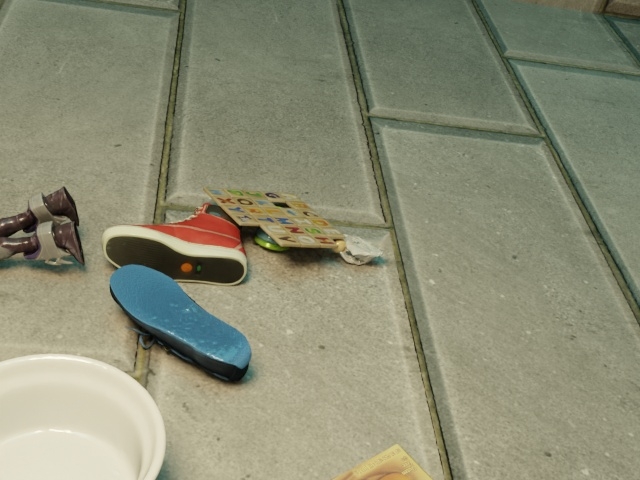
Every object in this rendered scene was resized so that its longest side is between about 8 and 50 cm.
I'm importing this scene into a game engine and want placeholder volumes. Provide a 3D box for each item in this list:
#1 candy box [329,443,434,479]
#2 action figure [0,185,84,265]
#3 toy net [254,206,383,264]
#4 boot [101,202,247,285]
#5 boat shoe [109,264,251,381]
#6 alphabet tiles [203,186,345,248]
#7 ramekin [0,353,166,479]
[{"bbox_3d":[0.124,0.410,1.091,0.183,0.087,0.316,-19,46,-36],"label":"candy box"},{"bbox_3d":[-0.529,0.005,1.440,0.285,0.099,0.185,-11,47,-7],"label":"action figure"},{"bbox_3d":[0.000,0.000,1.654,0.232,0.045,0.122,17,20,2],"label":"toy net"},{"bbox_3d":[-0.251,-0.012,1.558,0.244,0.088,0.176,10,35,-17],"label":"boot"},{"bbox_3d":[-0.222,0.137,1.366,0.258,0.089,0.109,37,55,23],"label":"boat shoe"},{"bbox_3d":[-0.075,-0.042,1.623,0.198,0.009,0.237,3,24,-35],"label":"alphabet tiles"},{"bbox_3d":[-0.330,0.279,1.093,0.277,0.135,0.277,8,37,-6],"label":"ramekin"}]
